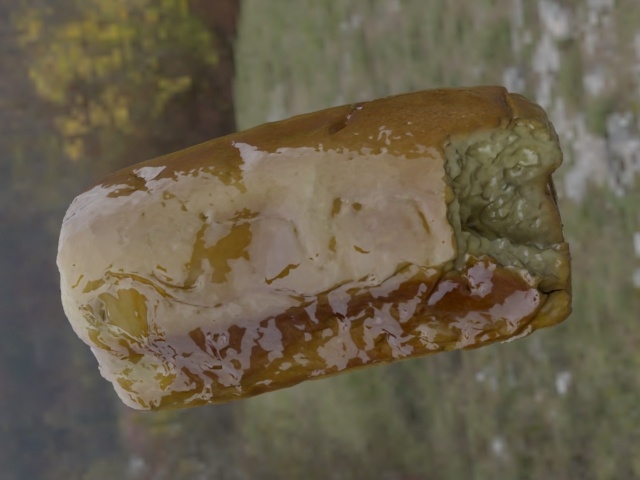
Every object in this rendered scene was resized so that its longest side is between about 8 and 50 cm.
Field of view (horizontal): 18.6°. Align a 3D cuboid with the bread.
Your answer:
[{"bbox_3d":[-0.002,-0.006,1.316,0.195,0.344,0.149,-91,-15,-55],"label":"bread"}]
